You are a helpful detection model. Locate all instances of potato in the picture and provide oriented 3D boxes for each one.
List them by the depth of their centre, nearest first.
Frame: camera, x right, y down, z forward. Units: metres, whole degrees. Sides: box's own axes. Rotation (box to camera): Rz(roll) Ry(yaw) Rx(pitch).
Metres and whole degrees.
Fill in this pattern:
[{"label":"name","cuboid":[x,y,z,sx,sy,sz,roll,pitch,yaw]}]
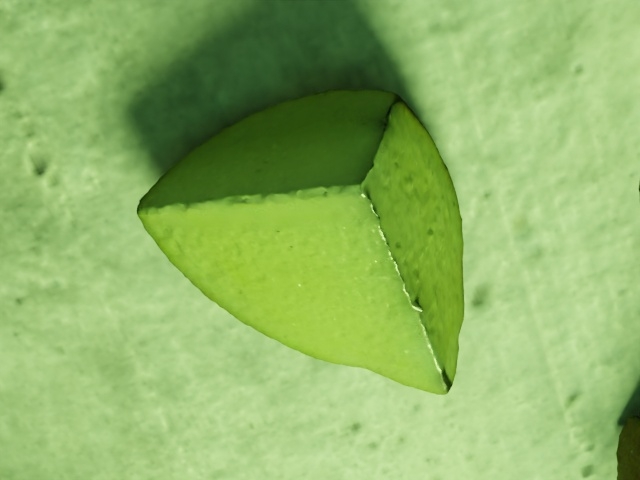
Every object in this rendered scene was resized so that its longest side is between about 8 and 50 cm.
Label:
[{"label":"potato","cuboid":[0.000,0.000,0.555,0.120,0.081,0.149,-1,137,26]}]

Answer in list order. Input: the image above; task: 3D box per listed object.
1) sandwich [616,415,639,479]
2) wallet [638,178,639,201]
[{"label":"sandwich","cuboid":[0.236,0.143,0.604,0.122,0.128,0.235,19,108,-21]},{"label":"wallet","cuboid":[0.320,-0.004,0.517,0.406,0.062,0.228,32,62,-20]}]
